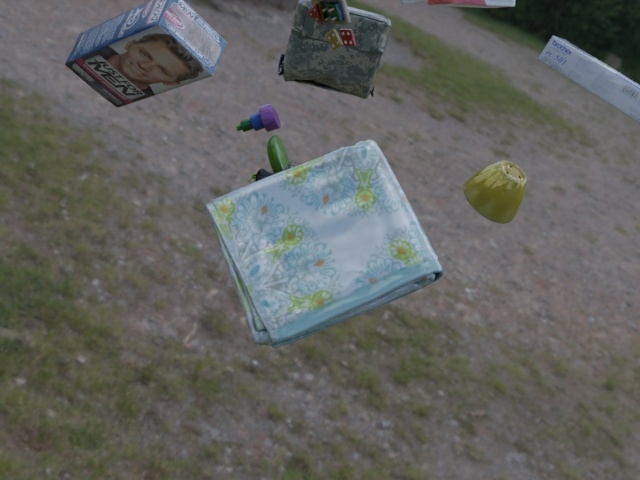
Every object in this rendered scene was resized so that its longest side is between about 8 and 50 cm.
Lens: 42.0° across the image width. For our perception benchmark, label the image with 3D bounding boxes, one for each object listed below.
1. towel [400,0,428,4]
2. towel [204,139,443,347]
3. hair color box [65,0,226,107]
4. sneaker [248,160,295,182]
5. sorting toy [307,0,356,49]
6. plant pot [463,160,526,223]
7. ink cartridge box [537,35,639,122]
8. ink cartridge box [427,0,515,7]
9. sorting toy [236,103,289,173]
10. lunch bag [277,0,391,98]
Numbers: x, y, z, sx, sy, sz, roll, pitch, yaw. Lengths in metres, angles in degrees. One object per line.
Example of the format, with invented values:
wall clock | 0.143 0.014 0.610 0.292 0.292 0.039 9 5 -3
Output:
towel | 0.259 -0.567 1.438 0.248 0.325 0.038 -20 53 -41
towel | 0.000 0.000 1.576 0.090 0.374 0.321 86 -19 -68
hair color box | -0.402 -0.426 1.896 0.174 0.347 0.105 40 54 -39
sneaker | -0.042 -0.137 1.854 0.234 0.084 0.097 -8 74 -22
sorting toy | 0.008 -0.617 2.176 0.046 0.275 0.132 -35 34 -26
plant pot | 0.393 -0.118 1.815 0.134 0.095 0.134 18 42 -18
ink cartridge box | 0.451 -0.252 1.320 0.207 0.046 0.097 37 23 14
ink cartridge box | 0.223 -0.439 1.197 0.115 0.198 0.067 -5 14 -25
sorting toy | -0.135 -0.152 1.984 0.127 0.126 0.366 51 24 -66
lunch bag | 0.040 -0.577 2.510 0.305 0.256 0.212 13 18 -5
